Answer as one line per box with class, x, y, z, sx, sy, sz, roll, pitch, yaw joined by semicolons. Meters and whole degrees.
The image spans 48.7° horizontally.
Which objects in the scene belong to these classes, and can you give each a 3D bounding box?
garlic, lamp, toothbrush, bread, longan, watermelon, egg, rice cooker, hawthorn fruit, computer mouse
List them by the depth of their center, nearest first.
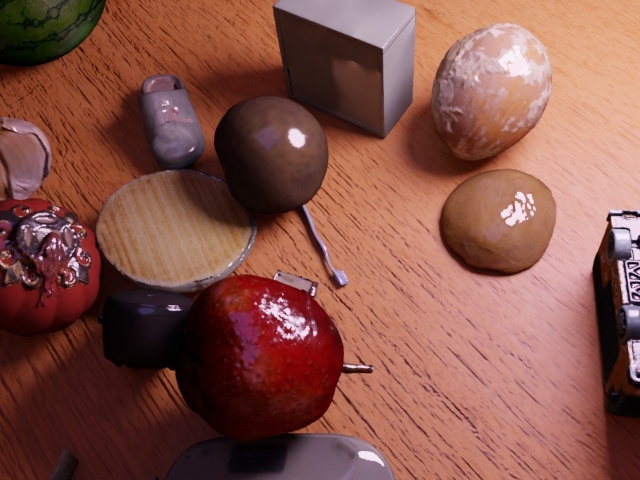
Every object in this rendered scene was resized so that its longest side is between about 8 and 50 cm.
computer mouse;-0.058;0.350;0.938;0.330;0.095;0.197;-1;41;16
hawthorn fruit;-0.056;0.168;0.953;0.265;0.230;0.210;15;45;-14
rice cooker;-0.256;0.131;1.050;0.142;0.203;0.119;5;82;-22
lamp;-0.452;0.037;1.110;0.226;0.227;0.227;-3;57;5
bread;-0.241;-0.017;1.197;0.266;0.041;0.267;4;52;-6
toothbrush;0.000;0.000;1.202;0.019;0.013;0.193;-20;58;-14
longan;-0.080;-0.149;1.207;0.197;0.198;0.213;-12;55;-1
egg;0.293;-0.255;1.222;0.203;0.203;0.245;27;86;21
garlic;-0.618;-0.147;1.303;0.229;0.178;0.143;-10;23;-21
watermelon;-0.601;-0.528;1.422;0.362;0.363;0.364;-3;57;5

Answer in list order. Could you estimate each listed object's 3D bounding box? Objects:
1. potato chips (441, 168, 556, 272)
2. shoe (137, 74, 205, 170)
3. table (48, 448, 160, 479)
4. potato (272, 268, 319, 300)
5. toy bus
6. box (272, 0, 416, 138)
potato chips;0.301;-0.049;1.173;0.208;0.062;0.195;-33;58;-12
shoe;-0.293;-0.245;1.343;0.103;0.100;0.251;-19;55;-7
table;-0.317;0.393;0.960;0.146;0.062;0.175;11;57;13
potato;-0.058;0.115;1.108;0.086;0.061;0.122;16;63;16
toy bus;0.468;0.108;0.992;0.138;0.167;0.275;3;53;8
box;0.049;-0.338;1.288;0.224;0.225;0.117;27;64;21
